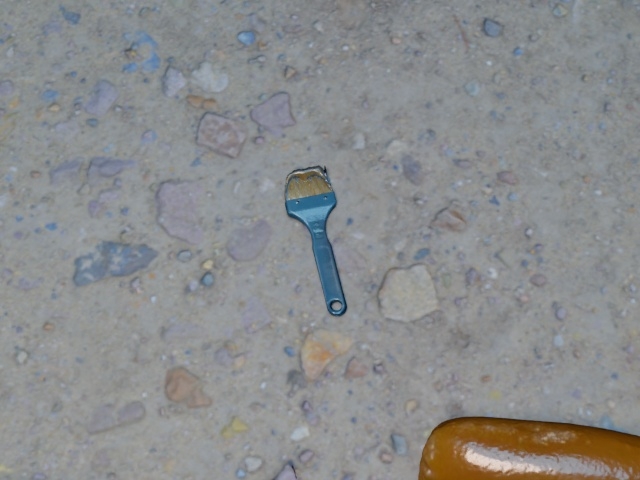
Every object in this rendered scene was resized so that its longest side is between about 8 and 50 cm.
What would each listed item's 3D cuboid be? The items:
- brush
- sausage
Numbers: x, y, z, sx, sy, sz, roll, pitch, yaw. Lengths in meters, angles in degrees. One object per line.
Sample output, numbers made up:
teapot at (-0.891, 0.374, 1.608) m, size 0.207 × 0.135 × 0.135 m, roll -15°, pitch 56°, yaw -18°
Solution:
brush at (0.000, 0.000, 1.085) m, size 0.051 × 0.014 × 0.164 m, roll -13°, pitch 65°, yaw -3°
sausage at (0.204, 0.201, 0.935) m, size 0.238 × 0.098 × 0.098 m, roll 6°, pitch 64°, yaw 7°
